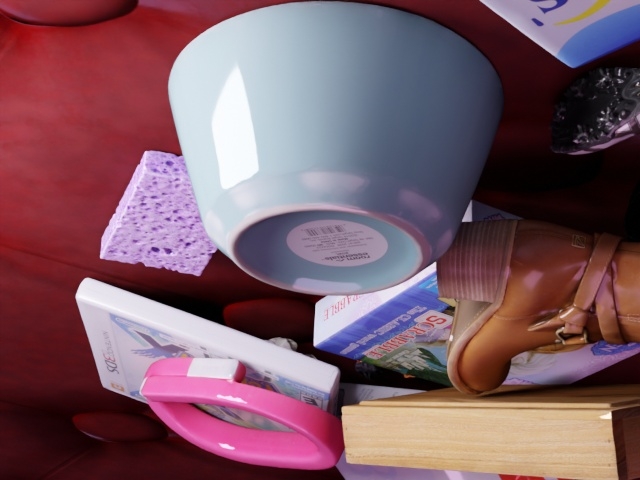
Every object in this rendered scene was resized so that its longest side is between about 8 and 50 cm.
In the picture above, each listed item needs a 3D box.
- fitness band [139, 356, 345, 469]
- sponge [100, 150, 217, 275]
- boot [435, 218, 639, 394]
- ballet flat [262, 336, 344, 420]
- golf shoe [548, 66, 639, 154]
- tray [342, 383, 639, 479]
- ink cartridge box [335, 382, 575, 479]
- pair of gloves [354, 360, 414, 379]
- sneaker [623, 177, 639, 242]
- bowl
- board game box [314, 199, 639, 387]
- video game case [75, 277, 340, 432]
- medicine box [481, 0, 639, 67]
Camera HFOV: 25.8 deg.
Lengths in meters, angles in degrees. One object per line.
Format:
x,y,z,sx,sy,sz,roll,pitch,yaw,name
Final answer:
-0.099,0.217,1.710,0.291,0.054,0.209,-3,144,45,fitness band
-0.154,-0.025,1.481,0.117,0.031,0.210,12,152,-16,sponge
0.239,0.076,1.412,0.220,0.109,0.283,4,139,14,boot
-0.041,0.168,1.798,0.074,0.074,0.203,-23,130,41,ballet flat
0.286,-0.116,1.208,0.094,0.077,0.198,21,149,-31,golf shoe
0.227,0.197,1.494,0.203,0.076,0.411,-4,178,-37,tray
0.207,0.334,1.843,0.385,0.091,0.308,2,134,43,ink cartridge box
0.087,0.169,1.858,0.083,0.010,0.074,-3,153,13,pair of gloves
0.378,0.009,1.417,0.147,0.104,0.295,1,145,8,sneaker
0.009,-0.059,1.257,0.312,0.163,0.311,3,153,2,bowl
0.208,0.085,1.619,0.318,0.065,0.319,17,149,-26,board game box
-0.138,0.175,1.763,0.329,0.036,0.300,19,154,8,video game case
0.176,-0.269,0.843,0.263,0.149,0.289,-22,143,40,medicine box
